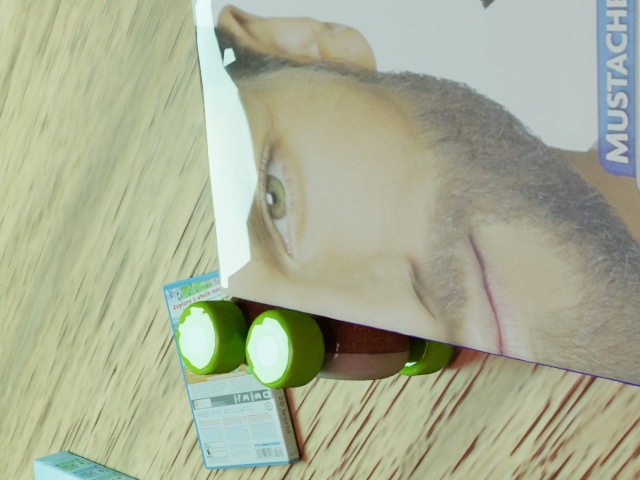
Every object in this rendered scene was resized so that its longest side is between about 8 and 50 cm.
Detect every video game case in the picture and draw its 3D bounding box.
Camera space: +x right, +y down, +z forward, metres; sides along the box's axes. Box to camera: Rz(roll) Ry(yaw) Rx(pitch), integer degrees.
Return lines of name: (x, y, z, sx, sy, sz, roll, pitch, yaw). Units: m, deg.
video game case: (-0.077, 0.109, 1.144, 0.119, 0.015, 0.166, -15, 89, 49)

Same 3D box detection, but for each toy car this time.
toy car: (0.000, 0.000, 0.941, 0.149, 0.155, 0.188, 4, 93, 47)

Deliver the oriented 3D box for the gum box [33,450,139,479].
gum box: (-0.208, 0.302, 1.312, 0.184, 0.041, 0.157, 9, 106, 45)

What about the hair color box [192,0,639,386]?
hair color box: (0.103, -0.054, 0.465, 0.339, 0.110, 0.185, 9, 109, 46)
